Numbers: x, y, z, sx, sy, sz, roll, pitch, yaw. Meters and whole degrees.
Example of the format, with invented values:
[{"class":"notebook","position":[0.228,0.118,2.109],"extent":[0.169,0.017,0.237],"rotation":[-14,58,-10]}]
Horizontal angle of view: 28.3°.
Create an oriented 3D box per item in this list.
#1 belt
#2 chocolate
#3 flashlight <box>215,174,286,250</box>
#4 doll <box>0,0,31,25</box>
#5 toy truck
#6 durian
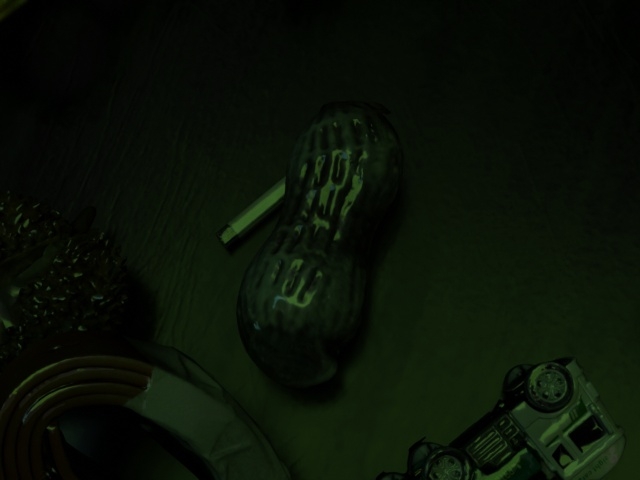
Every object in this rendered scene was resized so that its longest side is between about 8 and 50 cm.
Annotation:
[{"class":"belt","position":[-0.132,0.179,0.960],"extent":[0.261,0.105,0.184],"rotation":[39,84,-16]},{"class":"chocolate","position":[0.000,0.000,1.051],"extent":[0.110,0.110,0.248],"rotation":[16,73,9]},{"class":"flashlight","position":[-0.055,-0.024,1.107],"extent":[0.083,0.018,0.018],"rotation":[-40,76,-7]},{"class":"doll","position":[-0.243,-0.356,1.145],"extent":[0.340,0.209,0.318],"rotation":[-27,41,-5]},{"class":"toy truck","position":[0.136,0.191,0.989],"extent":[0.216,0.110,0.116],"rotation":[-38,87,-7]},{"class":"durian","position":[-0.248,0.040,1.049],"extent":[0.196,0.167,0.196],"rotation":[6,74,-20]}]
